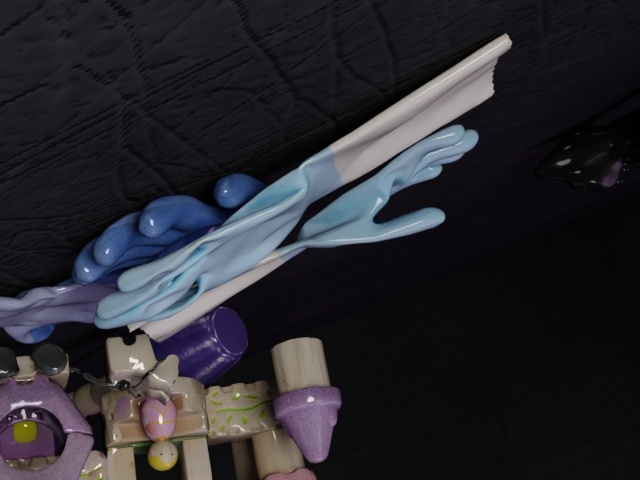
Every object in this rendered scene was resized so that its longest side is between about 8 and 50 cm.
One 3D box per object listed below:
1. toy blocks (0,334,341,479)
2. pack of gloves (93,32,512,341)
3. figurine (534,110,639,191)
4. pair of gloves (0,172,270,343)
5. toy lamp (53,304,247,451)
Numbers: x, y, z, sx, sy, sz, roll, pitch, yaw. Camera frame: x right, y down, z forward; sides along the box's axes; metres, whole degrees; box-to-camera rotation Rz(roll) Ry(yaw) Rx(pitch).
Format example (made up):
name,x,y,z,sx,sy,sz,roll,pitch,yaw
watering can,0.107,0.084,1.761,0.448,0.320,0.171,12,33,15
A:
name,x,y,z,sx,sy,sz,roll,pitch,yaw
toy blocks,-0.116,0.244,0.733,0.288,0.260,0.309,-3,155,-20
pack of gloves,0.000,0.000,0.503,0.232,0.046,0.195,-32,173,-2
figurine,0.327,-0.106,0.857,0.209,0.092,0.215,-20,179,45
pair of gloves,-0.101,0.016,0.505,0.198,0.023,0.159,-29,172,25
toy lamp,-0.182,0.129,0.865,0.274,0.080,0.080,-27,173,28
